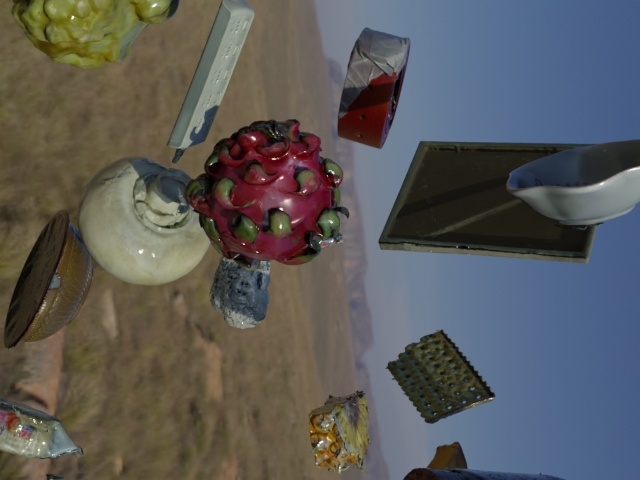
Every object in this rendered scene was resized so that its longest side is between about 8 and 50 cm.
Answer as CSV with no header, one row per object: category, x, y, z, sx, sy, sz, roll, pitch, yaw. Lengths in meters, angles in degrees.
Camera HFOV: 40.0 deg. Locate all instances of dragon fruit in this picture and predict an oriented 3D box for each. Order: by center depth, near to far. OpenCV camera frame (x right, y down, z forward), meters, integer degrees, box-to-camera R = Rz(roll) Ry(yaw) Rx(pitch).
dragon fruit,-0.081,-0.058,1.204,0.273,0.218,0.198,-11,-89,58

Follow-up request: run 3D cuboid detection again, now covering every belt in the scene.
belt,0.118,-0.343,1.950,0.324,0.115,0.227,94,13,-67

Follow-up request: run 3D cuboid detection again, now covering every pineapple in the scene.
pineapple,0.035,0.345,1.537,0.233,0.079,0.135,-8,83,-74

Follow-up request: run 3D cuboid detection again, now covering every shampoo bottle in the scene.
shampoo bottle,0.230,0.348,1.171,0.323,0.129,0.084,19,75,-46

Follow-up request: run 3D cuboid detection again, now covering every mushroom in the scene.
mushroom,-0.296,-0.045,1.544,0.202,0.246,0.246,-42,-141,36

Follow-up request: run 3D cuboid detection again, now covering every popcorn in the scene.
popcorn,-0.327,-0.356,1.229,0.195,0.255,0.256,55,-36,29

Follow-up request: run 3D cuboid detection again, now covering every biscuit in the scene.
biscuit,-0.528,0.275,1.369,0.309,0.186,0.079,42,66,-54
biscuit,0.200,0.236,1.543,0.203,0.144,0.016,-128,-156,-52

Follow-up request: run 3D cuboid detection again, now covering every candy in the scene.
candy,0.000,-0.001,1.600,0.020,0.083,0.030,88,-5,-52

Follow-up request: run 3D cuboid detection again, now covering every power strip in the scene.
power strip,-0.150,-0.207,1.166,0.060,0.027,0.253,-31,150,-61

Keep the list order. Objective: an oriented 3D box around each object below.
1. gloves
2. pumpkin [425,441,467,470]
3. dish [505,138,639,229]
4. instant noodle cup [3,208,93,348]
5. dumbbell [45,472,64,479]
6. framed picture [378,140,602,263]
gloves,-0.151,0.092,1.669,0.070,0.114,0.153,-133,-132,-71
pumpkin,0.176,0.534,1.619,0.095,0.290,0.258,8,-62,59
dish,0.365,-0.069,1.190,0.229,0.229,0.081,-91,165,-77
instant noodle cup,-0.485,0.084,1.617,0.274,0.090,0.274,-40,-144,38
dumbbell,-0.474,0.584,1.416,0.179,0.179,0.406,79,20,-76
framed picture,0.284,-0.070,1.416,0.247,0.335,0.022,-65,145,-35
